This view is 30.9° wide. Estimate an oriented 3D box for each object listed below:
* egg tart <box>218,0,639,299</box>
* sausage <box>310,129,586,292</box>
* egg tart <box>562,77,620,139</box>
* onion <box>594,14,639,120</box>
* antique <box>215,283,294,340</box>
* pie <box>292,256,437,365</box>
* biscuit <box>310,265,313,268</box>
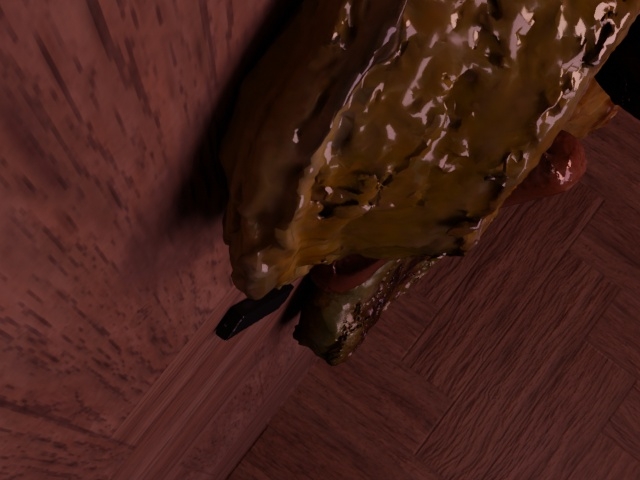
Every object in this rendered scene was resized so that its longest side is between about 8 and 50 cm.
[{"bbox_3d":[0.078,-0.099,0.630,0.341,0.132,0.341,-53,173,-9],"label":"egg tart"},{"bbox_3d":[0.111,-0.034,1.145,0.326,0.079,0.087,-26,-125,37],"label":"sausage"},{"bbox_3d":[0.319,-0.291,1.128,0.443,0.178,0.443,-49,173,-8],"label":"egg tart"},{"bbox_3d":[0.248,-0.219,0.750,0.314,0.232,0.314,-175,-90,-86],"label":"onion"},{"bbox_3d":[-0.059,0.063,1.077,0.031,0.015,0.192,-52,173,11],"label":"antique"},{"bbox_3d":[0.076,0.033,1.465,0.288,0.103,0.355,-47,174,-7],"label":"pie"},{"bbox_3d":[0.000,0.000,1.141,0.081,0.018,0.083,-55,173,24],"label":"biscuit"}]
